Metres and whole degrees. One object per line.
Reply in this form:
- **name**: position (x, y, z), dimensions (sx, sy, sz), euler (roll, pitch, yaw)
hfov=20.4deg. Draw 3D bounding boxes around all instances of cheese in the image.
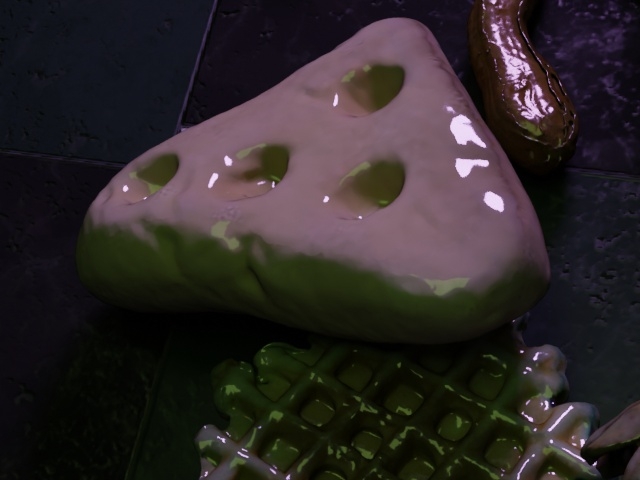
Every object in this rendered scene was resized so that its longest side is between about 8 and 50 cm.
- **cheese**: position (0.000, 0.000, 1.375), dimensions (0.351, 0.129, 0.328), euler (-30, 43, -7)

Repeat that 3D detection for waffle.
- **waffle**: position (0.061, 0.174, 1.326), dimensions (0.309, 0.056, 0.292), euler (-10, 53, -6)

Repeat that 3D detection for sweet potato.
- **sweet potato**: position (0.166, -0.153, 1.495), dimensions (0.081, 0.062, 0.233), euler (-2, 60, -5)

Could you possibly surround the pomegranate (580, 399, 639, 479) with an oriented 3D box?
- **pomegranate**: position (0.317, 0.063, 1.238), dimensions (0.306, 0.242, 0.242), euler (-18, 61, -11)
